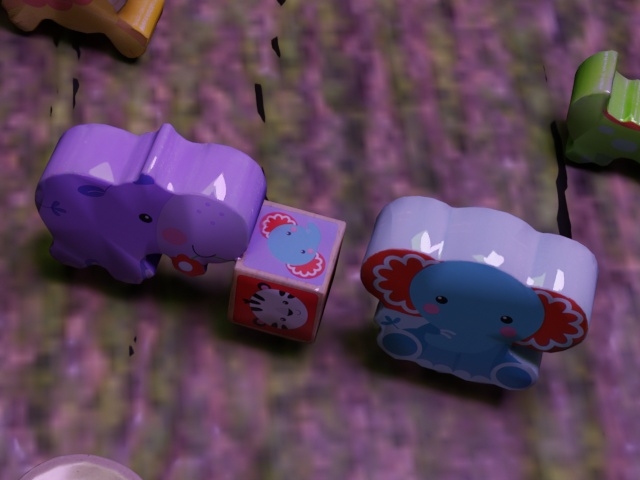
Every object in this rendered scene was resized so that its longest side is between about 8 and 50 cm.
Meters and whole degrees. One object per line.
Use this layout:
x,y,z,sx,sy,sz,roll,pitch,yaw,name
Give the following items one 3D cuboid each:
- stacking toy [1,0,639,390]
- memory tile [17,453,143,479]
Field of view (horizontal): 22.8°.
0.000,0.000,0.366,0.221,0.052,0.167,14,51,2,stacking toy
-0.114,0.086,0.329,0.148,0.012,0.113,12,57,0,memory tile
